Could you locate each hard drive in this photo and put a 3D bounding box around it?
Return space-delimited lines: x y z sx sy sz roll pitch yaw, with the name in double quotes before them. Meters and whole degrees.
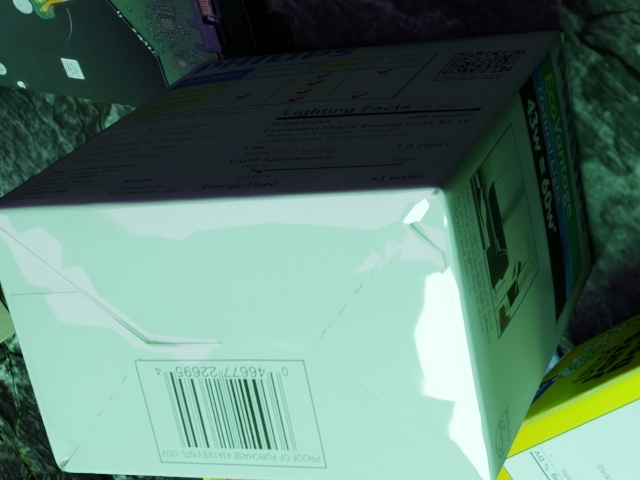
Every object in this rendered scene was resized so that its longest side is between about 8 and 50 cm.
"hard drive" -0.231 -0.240 1.321 0.339 0.064 0.237 11 140 27

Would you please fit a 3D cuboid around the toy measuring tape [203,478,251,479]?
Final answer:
"toy measuring tape" -0.035 0.156 1.286 0.121 0.121 0.330 51 135 6

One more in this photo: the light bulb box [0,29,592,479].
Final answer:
"light bulb box" 0.000 0.000 1.082 0.358 0.361 0.225 -1 113 24

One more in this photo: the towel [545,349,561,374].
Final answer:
"towel" 0.157 0.257 1.218 0.209 0.034 0.285 -20 66 13

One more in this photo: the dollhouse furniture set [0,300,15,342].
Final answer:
"dollhouse furniture set" -0.481 0.099 1.797 0.144 0.123 0.151 55 169 2

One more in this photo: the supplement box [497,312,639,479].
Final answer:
"supplement box" 0.329 0.138 1.051 0.356 0.195 0.194 -34 89 43

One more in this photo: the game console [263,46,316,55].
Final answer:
"game console" 0.002 -0.121 1.304 0.122 0.071 0.107 11 89 34
